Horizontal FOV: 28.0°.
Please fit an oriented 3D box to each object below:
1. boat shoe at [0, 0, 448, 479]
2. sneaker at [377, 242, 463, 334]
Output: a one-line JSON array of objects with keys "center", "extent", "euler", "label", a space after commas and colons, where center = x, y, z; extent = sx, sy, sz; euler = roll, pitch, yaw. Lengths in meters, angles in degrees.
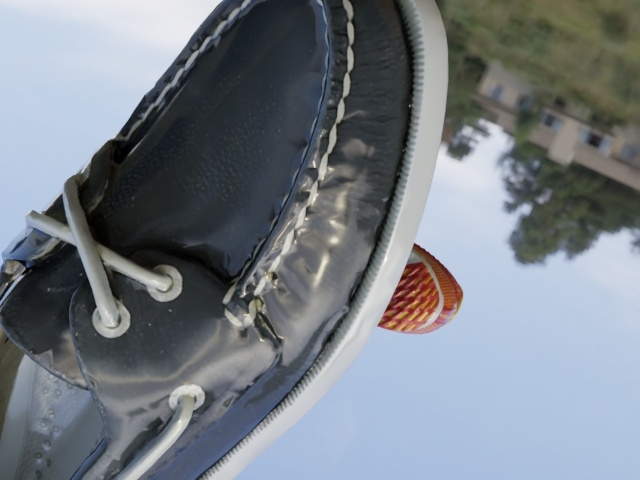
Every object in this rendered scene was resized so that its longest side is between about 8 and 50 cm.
[{"center": [-0.066, 0.034, 0.428], "extent": [0.091, 0.302, 0.114], "euler": [6, -149, -43], "label": "boat shoe"}, {"center": [0.000, 0.000, 0.712], "extent": [0.175, 0.064, 0.067], "euler": [39, -173, 21], "label": "sneaker"}]
